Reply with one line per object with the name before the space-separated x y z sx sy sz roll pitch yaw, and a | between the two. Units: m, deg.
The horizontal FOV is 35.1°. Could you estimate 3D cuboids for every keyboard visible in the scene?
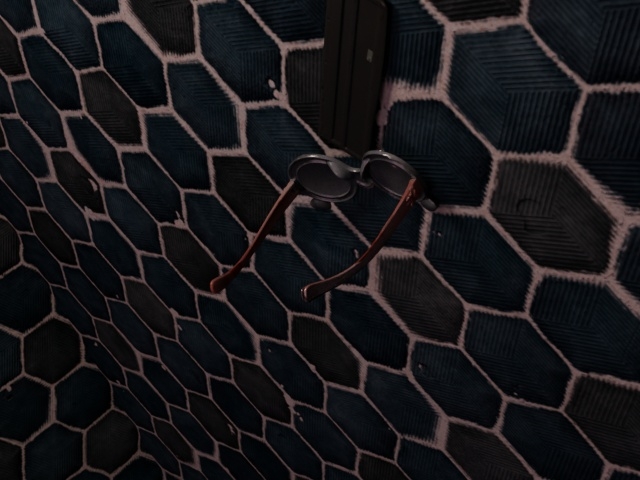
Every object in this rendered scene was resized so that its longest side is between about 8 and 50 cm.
keyboard | 0.037 -0.245 1.251 0.103 0.041 0.381 35 153 22

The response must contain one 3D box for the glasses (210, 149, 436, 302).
glasses | 0.000 0.000 1.332 0.234 0.268 0.118 4 140 41
